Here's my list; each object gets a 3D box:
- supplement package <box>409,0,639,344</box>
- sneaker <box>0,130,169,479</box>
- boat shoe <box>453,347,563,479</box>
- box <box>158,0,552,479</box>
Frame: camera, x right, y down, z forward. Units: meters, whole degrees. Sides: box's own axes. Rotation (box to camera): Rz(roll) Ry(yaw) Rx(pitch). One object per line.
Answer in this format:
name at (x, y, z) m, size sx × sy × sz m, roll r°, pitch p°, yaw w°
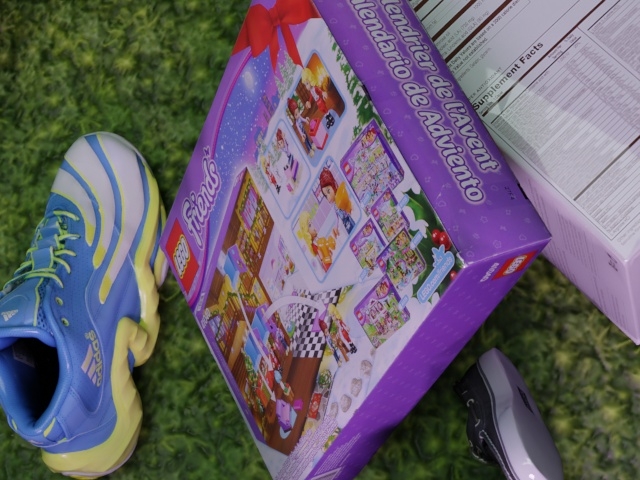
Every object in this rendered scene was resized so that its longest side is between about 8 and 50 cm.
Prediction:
supplement package at (0.158, -0.078, 0.768) m, size 0.149 × 0.194 × 0.203 m, roll -43°, pitch 68°, yaw -1°
sneaker at (-0.157, 0.029, 0.863) m, size 0.091 × 0.126 × 0.240 m, roll -7°, pitch 72°, yaw 14°
boat shoe at (0.105, 0.110, 0.772) m, size 0.040 × 0.142 × 0.049 m, roll -39°, pitch 106°, yaw 12°
box at (0.000, 0.000, 0.753) m, size 0.057 × 0.293 × 0.201 m, roll -16°, pitch 65°, yaw -28°
